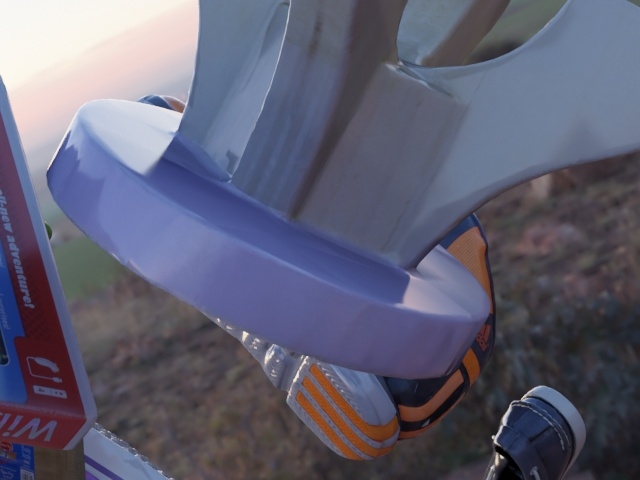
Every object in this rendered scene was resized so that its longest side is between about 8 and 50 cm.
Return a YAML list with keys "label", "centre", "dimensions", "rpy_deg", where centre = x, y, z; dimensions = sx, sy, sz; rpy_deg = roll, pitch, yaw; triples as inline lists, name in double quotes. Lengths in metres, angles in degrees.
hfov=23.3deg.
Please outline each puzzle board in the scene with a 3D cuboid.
- label: "puzzle board"
  centre: [-0.148, 0.089, 0.790]
  dimensions: [0.011, 0.096, 0.128]
  rpy_deg: [-9, -17, 10]

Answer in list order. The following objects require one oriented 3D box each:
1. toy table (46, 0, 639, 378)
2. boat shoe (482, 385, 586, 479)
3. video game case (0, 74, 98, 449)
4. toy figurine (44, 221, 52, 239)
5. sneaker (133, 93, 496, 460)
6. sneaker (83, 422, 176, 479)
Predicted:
- label: "toy table"
  centre: [0.014, -0.060, 0.615]
  dimensions: [0.161, 0.252, 0.274]
  rpy_deg: [-61, 0, 10]
- label: "boat shoe"
  centre: [0.138, 0.189, 1.129]
  dimensions: [0.065, 0.075, 0.206]
  rpy_deg: [-35, -31, -32]
- label: "video game case"
  centre: [-0.227, -0.027, 0.565]
  dimensions: [0.285, 0.204, 0.025]
  rpy_deg: [15, -52, -39]
- label: "toy figurine"
  centre: [-0.360, 0.054, 1.580]
  dimensions: [0.130, 0.159, 0.173]
  rpy_deg: [-14, -25, 37]
- label: "sneaker"
  centre: [0.000, 0.000, 1.148]
  dimensions: [0.180, 0.321, 0.124]
  rpy_deg: [-32, -14, -31]
- label: "sneaker"
  centre: [-0.184, 0.194, 1.036]
  dimensions: [0.161, 0.282, 0.102]
  rpy_deg: [-57, 19, -9]
